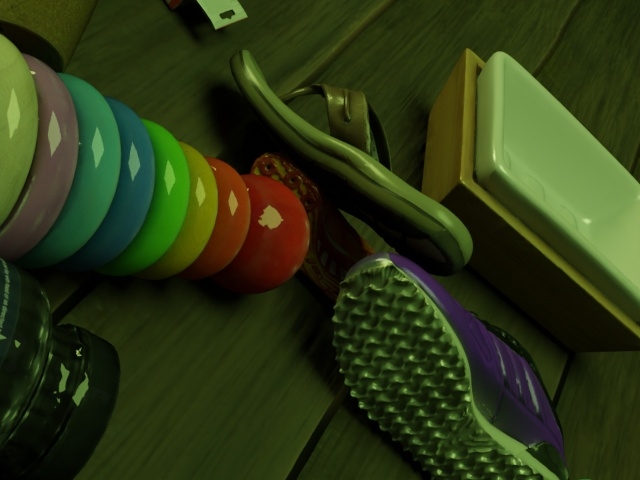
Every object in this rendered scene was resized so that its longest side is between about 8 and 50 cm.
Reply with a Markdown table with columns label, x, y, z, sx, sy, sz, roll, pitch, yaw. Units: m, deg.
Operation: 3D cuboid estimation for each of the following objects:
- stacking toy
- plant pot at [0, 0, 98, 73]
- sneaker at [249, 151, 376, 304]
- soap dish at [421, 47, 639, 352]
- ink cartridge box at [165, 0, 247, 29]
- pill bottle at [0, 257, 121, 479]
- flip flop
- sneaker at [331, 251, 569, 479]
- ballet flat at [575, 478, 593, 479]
| label | x | y | z | sx | sy | sz | roll | pitch | yaw |
| --- | --- | --- | --- | --- | --- | --- | --- | --- | --- |
| stacking toy | -0.129 | -0.029 | 0.800 | 0.330 | 0.141 | 0.141 | 18 | 48 | -52 |
| plant pot | -0.219 | -0.231 | 0.786 | 0.237 | 0.237 | 0.254 | 17 | 62 | -43 |
| sneaker | 0.000 | 0.000 | 0.997 | 0.175 | 0.064 | 0.067 | 53 | 12 | -12 |
| soap dish | 0.226 | -0.035 | 1.243 | 0.291 | 0.118 | 0.229 | 38 | 37 | -24 |
| ink cartridge box | -0.119 | -0.233 | 1.062 | 0.115 | 0.029 | 0.063 | 55 | 33 | -2 |
| pill bottle | -0.217 | 0.049 | 0.608 | 0.219 | 0.123 | 0.123 | 32 | 40 | -31 |
| flip flop | 0.029 | -0.075 | 0.974 | 0.277 | 0.080 | 0.112 | 38 | -9 | 33 |
| sneaker | 0.113 | 0.107 | 0.986 | 0.293 | 0.102 | 0.146 | 55 | 31 | -23 |
| ballet flat | 0.292 | 0.345 | 1.014 | 0.316 | 0.107 | 0.106 | 50 | 47 | -6 |
